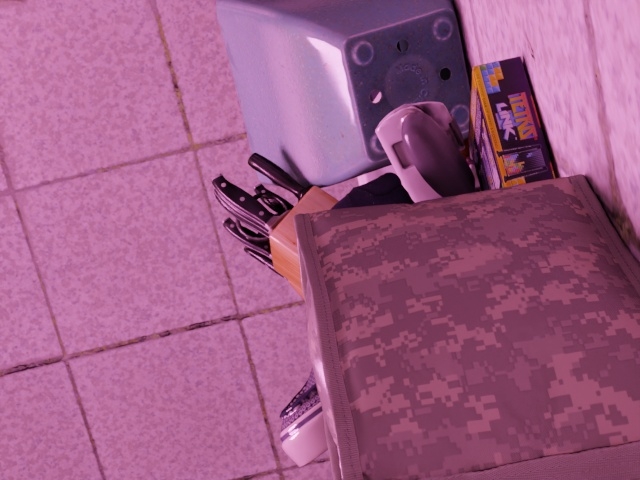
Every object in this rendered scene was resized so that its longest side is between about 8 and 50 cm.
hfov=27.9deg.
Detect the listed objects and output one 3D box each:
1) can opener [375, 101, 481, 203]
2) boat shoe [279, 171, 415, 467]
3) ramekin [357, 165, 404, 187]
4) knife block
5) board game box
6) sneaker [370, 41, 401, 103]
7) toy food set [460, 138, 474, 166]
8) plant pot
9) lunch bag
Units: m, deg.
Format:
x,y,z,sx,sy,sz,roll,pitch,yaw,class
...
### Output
x,y,z,sx,sy,sz,roll,pitch,yaw,class
0.140,-0.014,1.302,0.283,0.076,0.095,60,-160,-28,can opener
0.024,0.059,1.158,0.158,0.127,0.340,49,-146,1,boat shoe
0.135,-0.069,1.972,0.277,0.135,0.277,-14,-90,-89,ramekin
0.000,0.000,1.504,0.242,0.088,0.276,50,160,-25,knife block
0.174,-0.067,1.175,0.170,0.048,0.141,74,-175,-72,board game box
0.121,-0.232,1.777,0.235,0.153,0.094,35,-130,-32,sneaker
0.185,-0.103,1.640,0.078,0.019,0.122,76,-172,-75,toy food set
0.054,-0.199,1.543,0.252,0.248,0.247,25,131,64,plant pot
0.114,0.092,0.894,0.287,0.235,0.169,-101,4,-61,lunch bag
